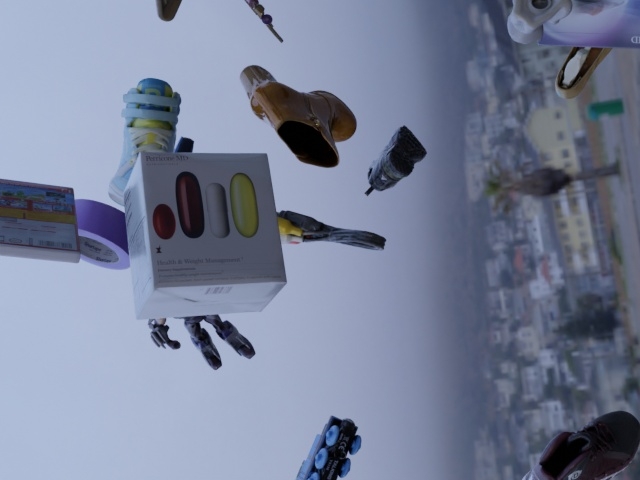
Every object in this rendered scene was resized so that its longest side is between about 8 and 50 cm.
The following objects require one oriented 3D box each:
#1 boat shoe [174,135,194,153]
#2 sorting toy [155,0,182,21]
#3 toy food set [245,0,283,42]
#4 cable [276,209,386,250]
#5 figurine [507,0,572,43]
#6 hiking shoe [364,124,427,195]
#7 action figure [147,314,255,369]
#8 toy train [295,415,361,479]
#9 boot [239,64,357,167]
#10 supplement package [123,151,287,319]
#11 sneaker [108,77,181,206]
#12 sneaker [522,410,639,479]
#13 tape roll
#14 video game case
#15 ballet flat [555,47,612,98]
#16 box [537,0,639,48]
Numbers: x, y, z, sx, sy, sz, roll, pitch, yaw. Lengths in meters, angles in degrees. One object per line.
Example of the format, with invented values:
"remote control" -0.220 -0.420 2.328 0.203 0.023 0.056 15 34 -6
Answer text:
"boat shoe" -0.314 -0.101 2.167 0.109 0.089 0.258 -132 57 -82
"sorting toy" -0.238 -0.566 1.684 0.229 0.041 0.307 92 -163 -71
"toy food set" -0.105 -0.417 1.776 0.078 0.019 0.122 53 -173 19
"cable" 0.000 0.000 1.945 0.072 0.287 0.139 -67 -24 -13
"figurine" 0.298 -0.406 1.587 0.215 0.092 0.209 39 -178 3
"hiking shoe" 0.144 -0.163 1.983 0.086 0.114 0.227 51 -154 -4
"action figure" -0.237 0.153 1.901 0.099 0.185 0.285 59 -179 39
"toy train" 0.014 0.437 1.919 0.184 0.080 0.105 -67 20 -10
"boot" -0.008 -0.190 1.702 0.295 0.104 0.211 23 -155 -43
"supplement package" -0.172 -0.007 1.397 0.149 0.194 0.203 132 131 -61
"sneaker" -0.323 -0.187 1.796 0.319 0.127 0.208 -120 38 -65
"sneaker" 0.493 0.375 1.745 0.106 0.281 0.162 45 153 29
"tape roll" -0.505 -0.012 2.202 0.189 0.189 0.080 58 -136 -52
"video game case" -0.569 -0.044 1.844 0.285 0.204 0.025 -118 40 -57
"ballet flat" 0.576 -0.409 2.065 0.073 0.080 0.232 0 -62 -64
"box" 0.561 -0.511 1.759 0.183 0.296 0.294 -40 -49 -49
